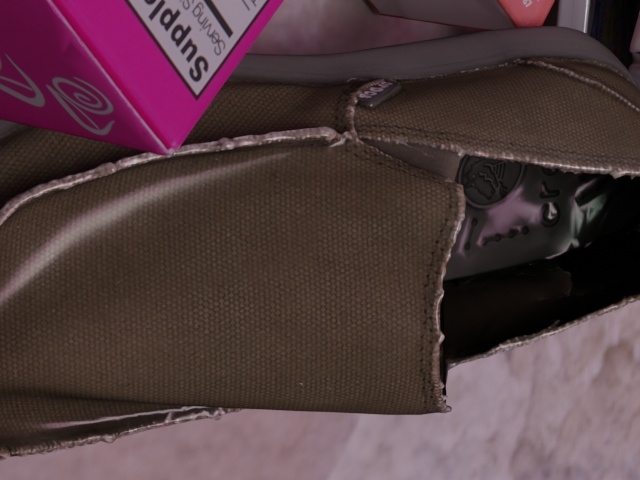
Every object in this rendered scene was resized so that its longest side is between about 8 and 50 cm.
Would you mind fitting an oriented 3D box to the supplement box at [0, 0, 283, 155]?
[{"bbox_3d":[-0.039,-0.142,0.449,0.220,0.111,0.114,-55,136,-22],"label":"supplement box"}]

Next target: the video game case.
[{"bbox_3d":[0.095,-0.061,0.660,0.122,0.011,0.087,-28,124,-70],"label":"video game case"}]

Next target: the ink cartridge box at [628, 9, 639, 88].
[{"bbox_3d":[0.175,-0.137,0.647,0.154,0.093,0.212,16,93,-78],"label":"ink cartridge box"}]

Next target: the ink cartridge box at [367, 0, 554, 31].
[{"bbox_3d":[0.058,-0.176,0.583,0.115,0.067,0.198,46,67,-46],"label":"ink cartridge box"}]

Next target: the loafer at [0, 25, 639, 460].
[{"bbox_3d":[0.000,0.000,0.511,0.251,0.087,0.094,-17,125,-25],"label":"loafer"}]
